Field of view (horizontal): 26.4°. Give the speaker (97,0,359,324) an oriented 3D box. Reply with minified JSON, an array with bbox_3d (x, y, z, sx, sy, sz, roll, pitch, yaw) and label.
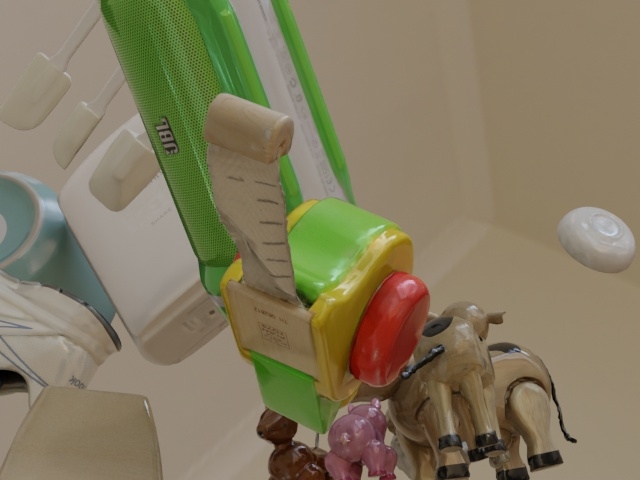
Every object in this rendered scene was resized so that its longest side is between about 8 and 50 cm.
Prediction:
[{"bbox_3d":[-0.062,-0.092,0.927,0.131,0.131,0.296,-31,-73,-37],"label":"speaker"}]

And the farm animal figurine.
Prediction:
[{"bbox_3d":[0.101,0.145,1.287,0.327,0.330,0.172,4,-114,-37],"label":"farm animal figurine"}]

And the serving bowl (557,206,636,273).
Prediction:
[{"bbox_3d":[0.281,-0.006,1.367,0.083,0.083,0.027,-24,-31,-41],"label":"serving bowl"}]

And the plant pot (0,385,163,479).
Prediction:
[{"bbox_3d":[-0.160,0.161,0.932,0.109,0.109,0.096,104,170,-49],"label":"plant pot"}]

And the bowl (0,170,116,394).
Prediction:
[{"bbox_3d":[-0.425,0.029,1.758,0.311,0.311,0.163,-42,-32,-27],"label":"bowl"}]

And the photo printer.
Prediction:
[{"bbox_3d":[-0.168,-0.037,1.624,0.256,0.307,0.107,-39,-39,3],"label":"photo printer"}]

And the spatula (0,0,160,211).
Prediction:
[{"bbox_3d":[-0.195,-0.163,1.359,0.242,0.168,0.019,-50,-2,17],"label":"spatula"}]

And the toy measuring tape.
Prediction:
[{"bbox_3d":[0.000,0.000,0.748,0.121,0.121,0.330,-47,-25,-22],"label":"toy measuring tape"}]

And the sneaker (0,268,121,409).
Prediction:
[{"bbox_3d":[-0.352,0.081,1.379,0.129,0.297,0.111,-60,-23,-20],"label":"sneaker"}]
